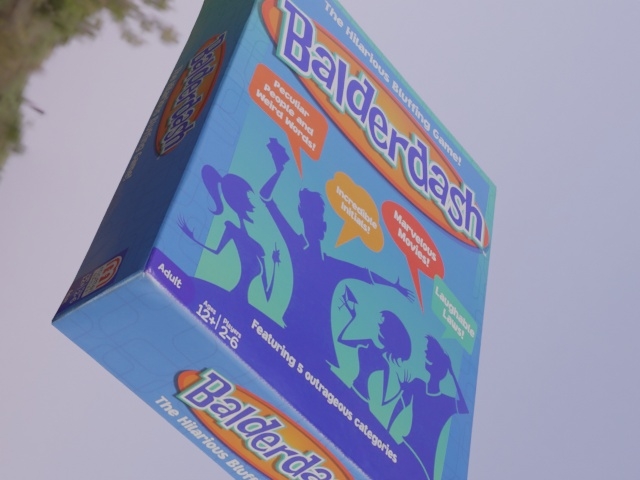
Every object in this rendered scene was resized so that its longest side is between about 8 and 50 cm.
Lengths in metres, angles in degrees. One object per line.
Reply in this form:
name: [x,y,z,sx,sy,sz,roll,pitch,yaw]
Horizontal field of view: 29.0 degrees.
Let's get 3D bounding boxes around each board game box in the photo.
board game box: [0.000,0.000,0.478,0.047,0.160,0.210,-28,-150,31]
